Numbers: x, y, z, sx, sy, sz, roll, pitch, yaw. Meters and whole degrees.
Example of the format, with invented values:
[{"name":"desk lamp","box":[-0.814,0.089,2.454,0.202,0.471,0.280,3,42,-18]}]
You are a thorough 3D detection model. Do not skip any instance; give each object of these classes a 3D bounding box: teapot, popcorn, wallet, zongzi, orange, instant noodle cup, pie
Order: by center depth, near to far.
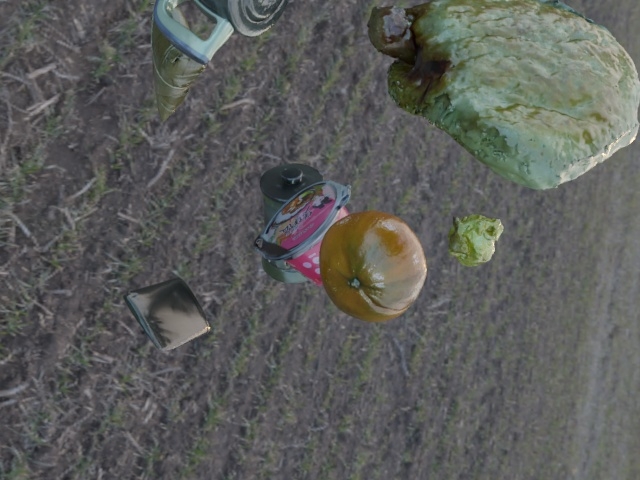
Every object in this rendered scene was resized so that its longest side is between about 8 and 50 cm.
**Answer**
[{"name":"teapot","box":[-0.100,-0.264,0.695,0.111,0.108,0.149,-16,134,-59]},{"name":"popcorn","box":[0.188,-0.004,0.811,0.083,0.059,0.068,-35,137,-39]},{"name":"pie","box":[0.313,-0.247,1.065,0.395,0.418,0.180,-19,143,-24]},{"name":"zongzi","box":[-0.300,-0.349,1.275,0.081,0.178,0.189,-6,62,-38]},{"name":"orange","box":[0.102,0.058,1.366,0.171,0.240,0.240,-46,127,-53]},{"name":"wallet","box":[-0.367,0.178,1.604,0.168,0.052,0.245,57,18,6]},{"name":"instant noodle cup","box":[0.000,0.000,1.700,0.181,0.302,0.258,47,41,-28]},{"name":"teapot","box":[-0.087,-0.043,1.928,0.270,0.200,0.337,-71,166,-47]}]

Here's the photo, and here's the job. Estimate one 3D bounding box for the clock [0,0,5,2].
[{"name":"clock","box":[-0.498,-0.441,0.958,0.056,0.244,0.244,106,3,-68]}]
